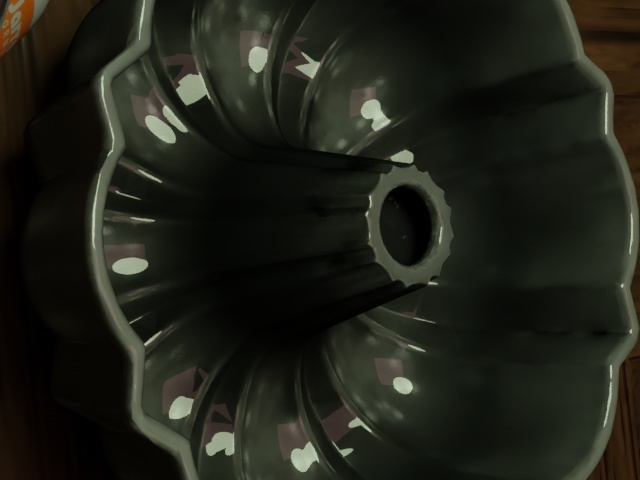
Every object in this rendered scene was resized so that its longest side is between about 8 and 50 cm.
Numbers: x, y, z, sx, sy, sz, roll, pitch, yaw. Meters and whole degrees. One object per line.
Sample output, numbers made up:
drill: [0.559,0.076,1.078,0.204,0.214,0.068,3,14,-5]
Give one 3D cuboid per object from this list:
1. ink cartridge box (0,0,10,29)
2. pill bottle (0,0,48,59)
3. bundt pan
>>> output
ink cartridge box: [-0.217,-0.215,0.429,0.309,0.130,0.272,14,65,-15]
pill bottle: [-0.176,-0.095,0.544,0.121,0.121,0.221,52,55,-24]
bundt pan: [0.000,0.000,0.686,0.331,0.124,0.331,7,80,-41]
